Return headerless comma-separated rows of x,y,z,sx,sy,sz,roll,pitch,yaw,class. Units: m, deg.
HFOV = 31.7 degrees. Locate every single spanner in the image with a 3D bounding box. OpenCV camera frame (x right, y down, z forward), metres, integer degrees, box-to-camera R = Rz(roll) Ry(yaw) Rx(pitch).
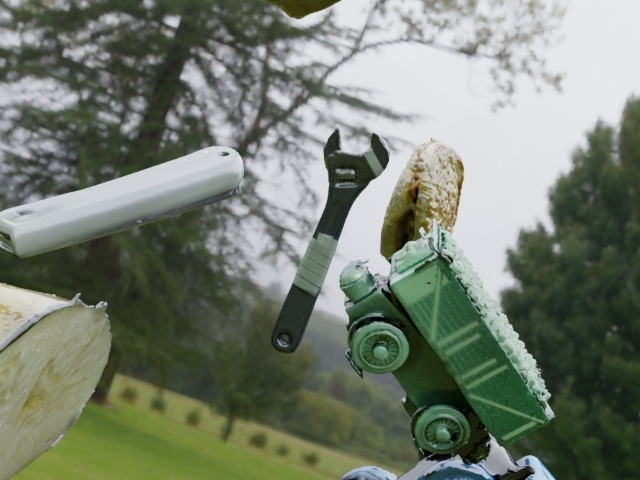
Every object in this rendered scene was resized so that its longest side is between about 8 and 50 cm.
0.000,0.000,1.484,0.087,0.316,0.024,22,5,-2,spanner

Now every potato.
-0.453,0.115,1.279,0.296,0.290,0.397,33,23,11,potato

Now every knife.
-0.185,-0.040,1.061,0.265,0.041,0.073,-22,36,-39,knife

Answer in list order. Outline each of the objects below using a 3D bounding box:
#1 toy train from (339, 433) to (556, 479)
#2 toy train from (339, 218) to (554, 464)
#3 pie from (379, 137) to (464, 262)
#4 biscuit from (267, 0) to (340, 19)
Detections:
0.163,0.371,1.380,0.265,0.300,0.188,50,16,-10,toy train
0.129,0.121,1.203,0.269,0.154,0.115,56,15,-13,toy train
0.156,-0.051,1.711,0.084,0.205,0.179,19,35,20,pie
-0.022,-0.337,1.376,0.174,0.039,0.183,21,-26,-40,biscuit
